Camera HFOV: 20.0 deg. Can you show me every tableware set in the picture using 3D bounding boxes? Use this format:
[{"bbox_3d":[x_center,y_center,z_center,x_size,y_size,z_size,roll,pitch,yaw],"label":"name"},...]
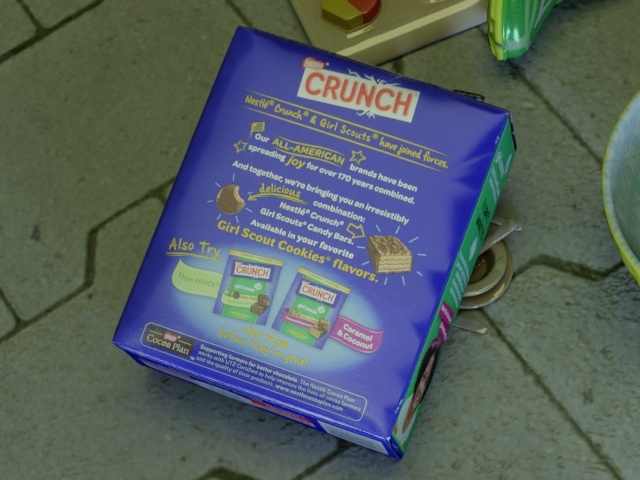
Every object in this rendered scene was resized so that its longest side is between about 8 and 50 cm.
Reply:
[{"bbox_3d":[0.087,0.004,1.706,0.194,0.039,0.128,14,65,15],"label":"tableware set"}]

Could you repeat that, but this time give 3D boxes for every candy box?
[{"bbox_3d":[0.000,0.000,1.635,0.268,0.122,0.317,19,80,12],"label":"candy box"}]

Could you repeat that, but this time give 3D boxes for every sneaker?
[{"bbox_3d":[0.259,-0.295,1.796,0.123,0.109,0.295,27,66,21],"label":"sneaker"}]

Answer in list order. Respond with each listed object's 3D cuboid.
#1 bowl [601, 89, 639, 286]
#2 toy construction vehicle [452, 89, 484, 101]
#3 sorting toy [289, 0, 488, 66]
[{"bbox_3d":[0.395,-0.018,1.608,0.289,0.156,0.289,-4,61,7],"label":"bowl"},{"bbox_3d":[0.125,-0.102,1.765,0.098,0.035,0.086,11,75,17],"label":"toy construction vehicle"},{"bbox_3d":[0.058,-0.283,1.864,0.193,0.038,0.208,-22,62,-4],"label":"sorting toy"}]
